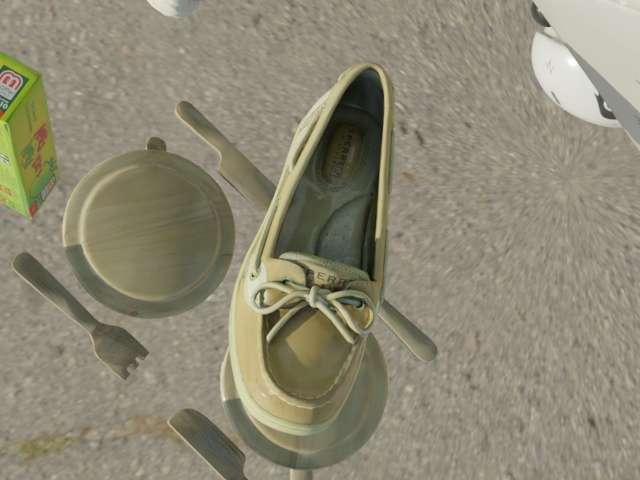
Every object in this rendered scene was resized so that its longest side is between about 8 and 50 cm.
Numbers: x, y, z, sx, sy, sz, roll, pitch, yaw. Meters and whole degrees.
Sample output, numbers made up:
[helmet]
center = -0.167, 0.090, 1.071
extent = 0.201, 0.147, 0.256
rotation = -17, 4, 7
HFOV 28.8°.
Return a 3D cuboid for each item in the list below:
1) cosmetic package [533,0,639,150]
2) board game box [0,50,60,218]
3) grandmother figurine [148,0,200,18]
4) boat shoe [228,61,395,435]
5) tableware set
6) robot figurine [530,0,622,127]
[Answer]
[cosmetic package]
center = 0.285, -0.168, 0.517
extent = 0.365, 0.155, 0.197
rotation = -47, 128, -2
[board game box]
center = -0.239, -0.083, 0.881
extent = 0.092, 0.181, 0.043
rotation = 30, 70, 3
[grandmother figurine]
center = -0.049, -0.353, 1.203
extent = 0.342, 0.208, 0.104
rotation = -44, 61, 11
[boat shoe]
center = 0.002, 0.000, 0.486
extent = 0.056, 0.048, 0.153
rotation = 19, 58, -4
[tableware set]
center = -0.049, 0.036, 0.637
extent = 0.194, 0.039, 0.128
rotation = 45, 72, -3
[robot figurine]
center = 0.339, -0.256, 1.329
extent = 0.209, 0.173, 0.278
rotation = 26, 105, 6
